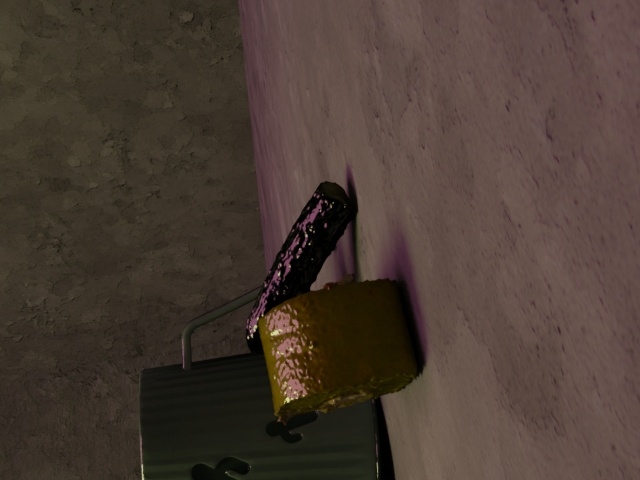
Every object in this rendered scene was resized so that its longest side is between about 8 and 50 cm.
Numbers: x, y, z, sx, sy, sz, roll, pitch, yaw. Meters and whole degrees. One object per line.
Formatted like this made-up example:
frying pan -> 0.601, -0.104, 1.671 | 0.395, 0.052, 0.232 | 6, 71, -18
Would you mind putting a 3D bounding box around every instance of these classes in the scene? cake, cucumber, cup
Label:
cake -> 0.015, 0.143, 1.188 | 0.260, 0.179, 0.156 | 103, 157, -71
cucumber -> -0.040, 0.047, 1.426 | 0.304, 0.072, 0.081 | -59, 28, 24
cup -> -0.103, 0.293, 1.578 | 0.310, 0.392, 0.401 | 101, 164, -56
